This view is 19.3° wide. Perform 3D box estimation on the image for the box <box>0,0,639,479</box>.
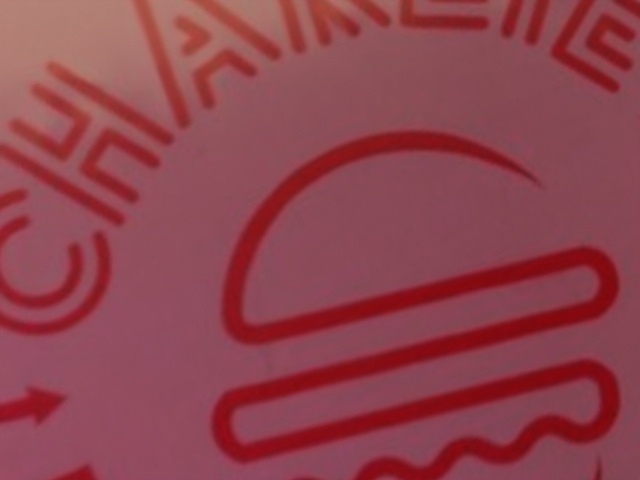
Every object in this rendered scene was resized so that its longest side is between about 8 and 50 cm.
[{"bbox_3d":[0.000,0.000,0.547,0.314,0.300,0.312,-14,98,-6],"label":"box"}]
